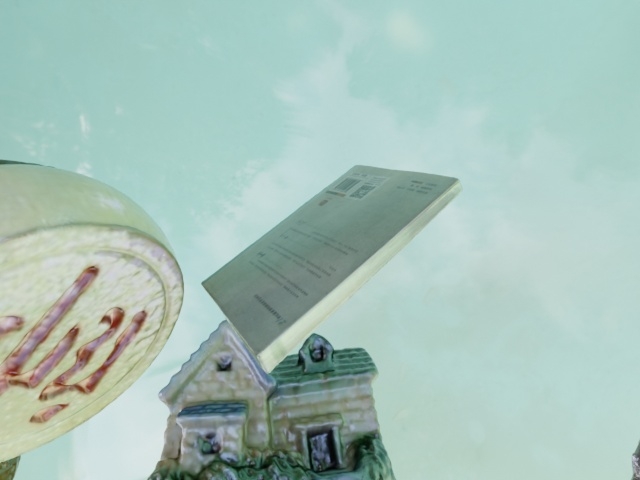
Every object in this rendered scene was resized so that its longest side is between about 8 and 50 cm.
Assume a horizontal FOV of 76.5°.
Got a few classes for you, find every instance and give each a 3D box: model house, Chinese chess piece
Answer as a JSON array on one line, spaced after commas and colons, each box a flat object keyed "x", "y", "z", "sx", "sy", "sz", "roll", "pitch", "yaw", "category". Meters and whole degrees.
[{"x": -0.097, "y": 0.362, "z": 0.864, "sx": 0.395, "sy": 0.445, "sz": 0.400, "roll": 93, "pitch": 174, "yaw": -55, "category": "model house"}, {"x": -0.259, "y": 0.065, "z": 0.358, "sx": 0.112, "sy": 0.270, "sz": 0.270, "roll": 36, "pitch": 115, "yaw": 27, "category": "Chinese chess piece"}]

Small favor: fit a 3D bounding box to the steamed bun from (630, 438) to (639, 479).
[{"x": 0.463, "y": 0.286, "z": 0.450, "sx": 0.199, "sy": 0.251, "sz": 0.301, "roll": 20, "pitch": 87, "yaw": 33, "category": "steamed bun"}]

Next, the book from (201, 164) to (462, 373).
[{"x": 0.000, "y": 0.000, "z": 0.483, "sx": 0.215, "sy": 0.282, "sz": 0.025, "roll": 28, "pitch": 153, "yaw": 57, "category": "book"}]

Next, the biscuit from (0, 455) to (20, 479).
[{"x": -0.643, "y": 0.397, "z": 0.639, "sx": 0.296, "sy": 0.296, "sz": 0.075, "roll": 25, "pitch": 135, "yaw": 35, "category": "biscuit"}]
